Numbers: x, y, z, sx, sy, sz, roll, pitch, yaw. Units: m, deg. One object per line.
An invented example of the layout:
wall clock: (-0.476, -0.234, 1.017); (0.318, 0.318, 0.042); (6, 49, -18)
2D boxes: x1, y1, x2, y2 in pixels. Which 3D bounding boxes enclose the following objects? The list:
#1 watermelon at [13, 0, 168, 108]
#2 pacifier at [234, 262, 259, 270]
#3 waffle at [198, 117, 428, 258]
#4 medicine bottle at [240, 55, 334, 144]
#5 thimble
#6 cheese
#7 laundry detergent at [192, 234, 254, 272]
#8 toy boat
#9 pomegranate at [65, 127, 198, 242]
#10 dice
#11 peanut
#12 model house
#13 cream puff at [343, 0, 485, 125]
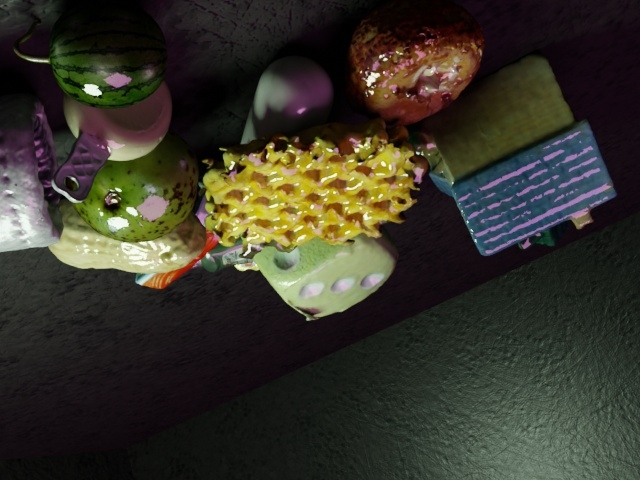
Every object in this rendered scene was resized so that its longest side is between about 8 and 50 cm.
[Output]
watermelon: (-0.291, -0.235, 0.982); (0.187, 0.140, 0.140); (-8, 158, -13)
pacifier: (-0.181, 0.041, 1.946); (0.083, 0.068, 0.064); (-3, -165, 2)
waffle: (-0.015, -0.085, 1.313); (0.382, 0.095, 0.379); (-8, 157, -9)
medicine bottle: (-0.068, -0.185, 1.331); (0.130, 0.130, 0.341); (-13, 159, -19)
thimble: (-0.461, -0.089, 1.090); (0.157, 0.217, 0.245); (-7, 165, -10)
cheese: (-0.289, -0.150, 1.084); (0.163, 0.249, 0.071); (21, 147, -40)
laundry detergent: (-0.221, 0.030, 1.822); (0.222, 0.078, 0.144); (-18, 161, -8)
toy boat: (-0.287, -0.035, 1.525); (0.133, 0.145, 0.332); (29, 133, -28)
pomegranate: (-0.301, -0.110, 1.268); (0.214, 0.214, 0.248); (-24, -162, 11)
dice: (0.000, 0.000, 1.646); (0.250, 0.254, 0.252); (-38, 149, 8)
peanut: (-0.355, -0.016, 1.399); (0.313, 0.152, 0.152); (4, 167, 19)
model house: (0.411, -0.127, 1.636); (0.335, 0.342, 0.382); (-27, 159, 14)
cream puff: (0.139, -0.288, 1.223); (0.240, 0.164, 0.240); (-29, 156, -15)
